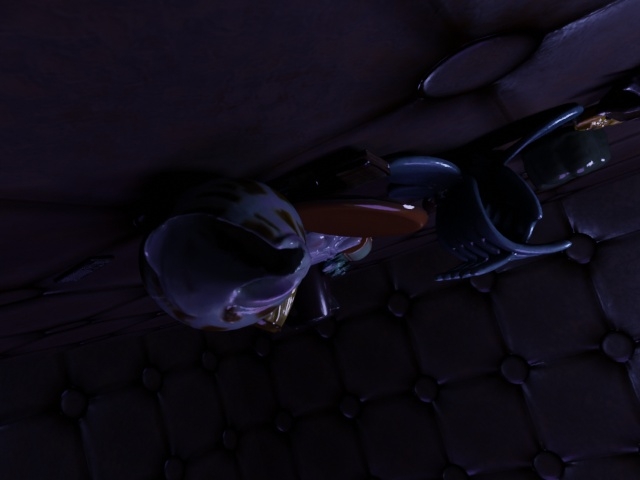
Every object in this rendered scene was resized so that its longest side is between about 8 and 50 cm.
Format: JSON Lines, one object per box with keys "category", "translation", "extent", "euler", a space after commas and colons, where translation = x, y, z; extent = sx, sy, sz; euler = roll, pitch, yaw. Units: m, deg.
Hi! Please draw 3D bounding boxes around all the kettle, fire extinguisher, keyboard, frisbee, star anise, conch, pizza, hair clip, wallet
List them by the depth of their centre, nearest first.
{"category": "conch", "translation": [-0.156, 0.016, 0.758], "extent": [0.367, 0.197, 0.249], "euler": [-16, 136, 27]}
{"category": "wallet", "translation": [-0.007, -0.089, 0.856], "extent": [0.230, 0.042, 0.124], "euler": [-16, 173, 23]}
{"category": "star anise", "translation": [0.570, -0.251, 0.858], "extent": [0.212, 0.073, 0.196], "euler": [-19, 168, 32]}
{"category": "frisbee", "translation": [0.057, -0.035, 0.881], "extent": [0.250, 0.021, 0.251], "euler": [3, 170, 0]}
{"category": "keyboard", "translation": [-0.459, 0.058, 1.006], "extent": [0.155, 0.010, 0.053], "euler": [-24, 168, 36]}
{"category": "pizza", "translation": [0.558, -0.242, 1.008], "extent": [0.159, 0.036, 0.099], "euler": [-16, 171, -4]}
{"category": "hair clip", "translation": [0.307, -0.060, 1.027], "extent": [0.391, 0.239, 0.318], "euler": [-17, 173, -6]}
{"category": "fire extinguisher", "translation": [0.285, -0.111, 1.293], "extent": [0.078, 0.045, 0.157], "euler": [-45, 169, 0]}
{"category": "kettle", "translation": [-0.055, 0.155, 1.643], "extent": [0.201, 0.233, 0.144], "euler": [-19, 170, 13]}

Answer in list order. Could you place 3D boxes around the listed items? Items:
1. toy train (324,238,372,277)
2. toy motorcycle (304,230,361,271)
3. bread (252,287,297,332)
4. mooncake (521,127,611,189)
{"category": "toy train", "translation": [0.075, 0.020, 1.503], "extent": [0.177, 0.116, 0.285], "euler": [-30, 169, 4]}
{"category": "toy motorcycle", "translation": [0.000, 0.000, 1.246], "extent": [0.260, 0.110, 0.171], "euler": [-17, 160, -36]}
{"category": "bread", "translation": [-0.172, 0.079, 1.004], "extent": [0.253, 0.143, 0.227], "euler": [7, 166, 43]}
{"category": "mooncake", "translation": [0.541, -0.182, 1.145], "extent": [0.168, 0.104, 0.175], "euler": [-25, 173, 10]}
